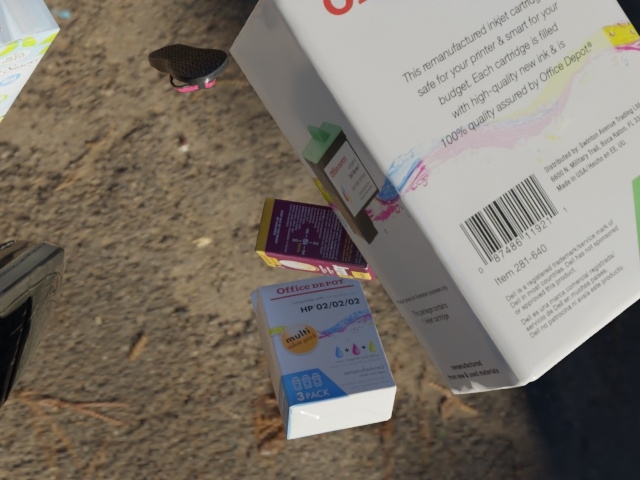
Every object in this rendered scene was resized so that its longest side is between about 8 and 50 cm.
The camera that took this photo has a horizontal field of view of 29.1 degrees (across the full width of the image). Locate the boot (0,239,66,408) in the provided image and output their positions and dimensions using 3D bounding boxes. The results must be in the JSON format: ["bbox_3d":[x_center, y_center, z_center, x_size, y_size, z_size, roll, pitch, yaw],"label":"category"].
[{"bbox_3d":[-0.378,0.058,0.877,0.284,0.138,0.377,24,33,8],"label":"boot"}]

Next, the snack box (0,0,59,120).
[{"bbox_3d":[-0.302,-0.179,0.960,0.070,0.207,0.174,-28,84,-37],"label":"snack box"}]

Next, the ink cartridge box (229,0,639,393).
[{"bbox_3d":[0.104,-0.073,0.788,0.201,0.117,0.278,-34,92,-21],"label":"ink cartridge box"}]

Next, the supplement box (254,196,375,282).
[{"bbox_3d":[0.000,0.000,0.898,0.055,0.083,0.043,58,42,-74],"label":"supplement box"}]

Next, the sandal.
[{"bbox_3d":[-0.151,-0.197,1.434,0.067,0.179,0.040,-21,112,-18],"label":"sandal"}]

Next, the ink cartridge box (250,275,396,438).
[{"bbox_3d":[-0.002,0.094,1.205,0.104,0.061,0.181,-9,51,-11],"label":"ink cartridge box"}]
